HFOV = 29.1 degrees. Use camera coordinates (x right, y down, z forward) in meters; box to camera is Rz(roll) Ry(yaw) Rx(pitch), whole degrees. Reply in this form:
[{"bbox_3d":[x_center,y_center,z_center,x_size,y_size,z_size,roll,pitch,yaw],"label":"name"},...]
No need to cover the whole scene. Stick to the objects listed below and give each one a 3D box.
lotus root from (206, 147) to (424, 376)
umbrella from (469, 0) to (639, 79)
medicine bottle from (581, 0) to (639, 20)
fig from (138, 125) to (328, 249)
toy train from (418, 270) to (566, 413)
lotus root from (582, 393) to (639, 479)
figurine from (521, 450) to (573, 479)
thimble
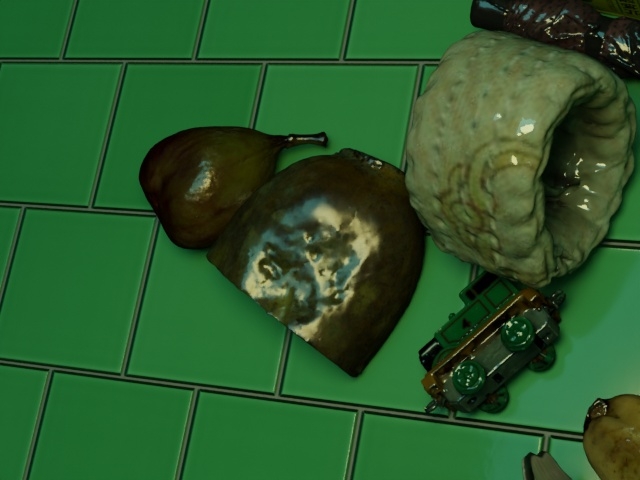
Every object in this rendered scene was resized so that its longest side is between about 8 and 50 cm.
[{"bbox_3d":[0.016,-0.003,1.645,0.267,0.149,0.260,39,91,26],"label":"lotus root"},{"bbox_3d":[0.344,-0.269,1.612,0.326,0.094,0.090,19,103,21],"label":"umbrella"},{"bbox_3d":[0.371,-0.381,1.622,0.250,0.137,0.141,17,80,28],"label":"medicine bottle"},{"bbox_3d":[-0.120,-0.100,1.748,0.274,0.145,0.170,-25,63,2],"label":"fig"},{"bbox_3d":[0.207,0.125,1.551,0.228,0.091,0.136,-41,51,7],"label":"toy train"},{"bbox_3d":[0.395,0.259,1.403,0.221,0.118,0.125,38,81,30],"label":"lotus root"},{"bbox_3d":[0.141,0.393,1.424,0.340,0.231,0.323,-26,39,23],"label":"figurine"},{"bbox_3d":[0.241,-0.099,1.504,0.195,0.291,0.291,23,83,36],"label":"thimble"}]
